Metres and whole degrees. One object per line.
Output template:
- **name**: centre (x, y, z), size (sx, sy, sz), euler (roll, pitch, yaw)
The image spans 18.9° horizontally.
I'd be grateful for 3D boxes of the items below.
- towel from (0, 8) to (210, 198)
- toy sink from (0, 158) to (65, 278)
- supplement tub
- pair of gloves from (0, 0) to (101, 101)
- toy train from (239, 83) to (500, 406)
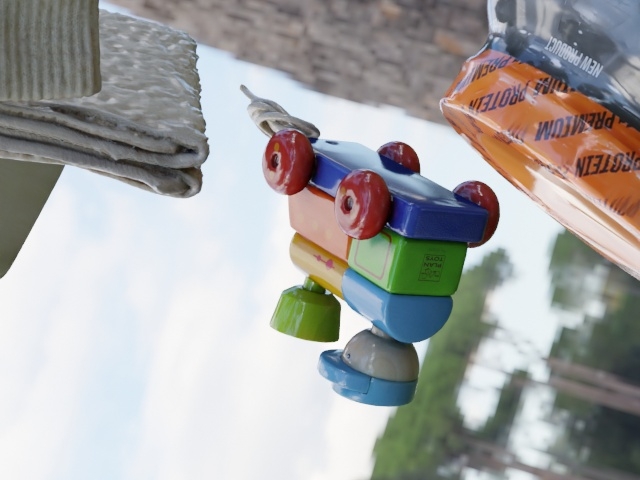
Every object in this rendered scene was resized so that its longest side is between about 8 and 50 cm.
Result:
- **towel**: centre (-0.166, -0.103, 1.241), size (0.282, 0.187, 0.049), euler (-102, 28, -68)
- **toy sink**: centre (-0.397, -0.084, 1.891), size (0.234, 0.131, 0.153), euler (33, -101, -37)
- **supplement tub**: centre (0.221, -0.146, 0.899), size (0.338, 0.207, 0.207), euler (-52, -14, -1)
- **pair of gloves**: centre (-0.214, -0.178, 1.043), size (0.042, 0.240, 0.204), euler (34, 116, 60)
- **toy train**: centre (0.000, 0.000, 1.240), size (0.105, 0.248, 0.143), euler (5, -74, -35)
